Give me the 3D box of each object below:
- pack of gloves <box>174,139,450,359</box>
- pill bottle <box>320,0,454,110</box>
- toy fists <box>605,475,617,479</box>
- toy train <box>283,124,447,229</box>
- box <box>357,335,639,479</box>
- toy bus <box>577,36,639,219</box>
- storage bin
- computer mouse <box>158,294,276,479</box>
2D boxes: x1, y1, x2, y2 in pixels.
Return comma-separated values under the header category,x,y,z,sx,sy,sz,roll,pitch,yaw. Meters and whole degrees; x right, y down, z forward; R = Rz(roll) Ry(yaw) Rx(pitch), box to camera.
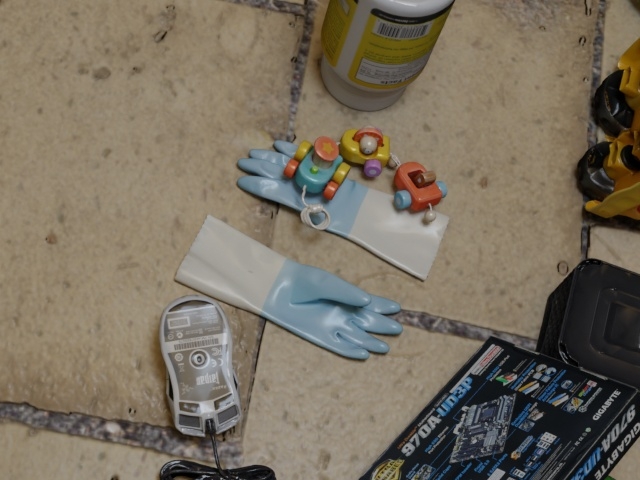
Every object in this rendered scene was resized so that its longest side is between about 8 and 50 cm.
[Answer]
category,x,y,z,sx,sy,sz,roll,pitch,yaw
pack of gloves,0.000,0.000,1.186,0.232,0.046,0.195,25,64,1
pill bottle,0.065,-0.227,1.211,0.119,0.208,0.119,4,66,-9
toy fists,0.208,0.329,1.047,0.142,0.096,0.279,30,62,3
toy train,0.048,-0.070,1.210,0.166,0.046,0.125,-11,58,-27
box,0.161,0.196,1.068,0.175,0.051,0.220,18,52,46
toy bus,0.408,-0.101,1.271,0.211,0.149,0.220,28,65,-15
storage bin,0.315,0.109,1.176,0.180,0.084,0.122,20,63,-1
computer mouse,-0.106,0.146,1.102,0.106,0.042,0.193,-7,73,-9
